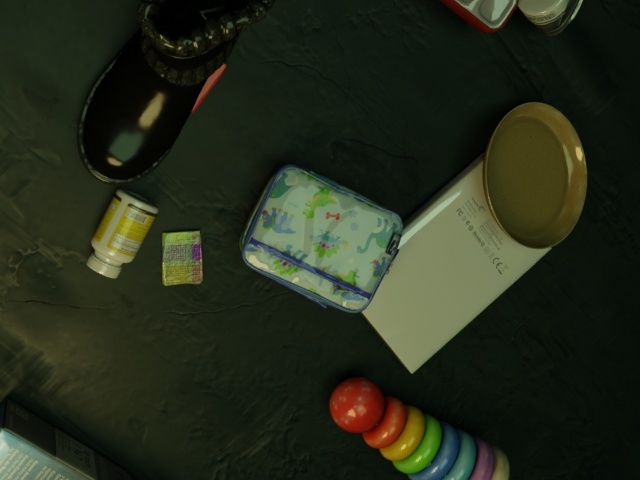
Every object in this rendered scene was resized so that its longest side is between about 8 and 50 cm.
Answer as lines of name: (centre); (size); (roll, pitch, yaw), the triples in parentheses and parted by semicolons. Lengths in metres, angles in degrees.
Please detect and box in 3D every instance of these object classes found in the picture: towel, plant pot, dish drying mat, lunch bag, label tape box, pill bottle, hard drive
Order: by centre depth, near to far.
pill bottle: (-0.278, -0.009, 1.114); (0.065, 0.065, 0.116); (27, 94, -23)
dish drying mat: (-0.168, -0.222, 1.128); (0.032, 0.008, 0.083); (36, 92, -21)
label tape box: (-0.396, 0.424, 1.164); (0.334, 0.106, 0.240); (41, 88, -24)
towel: (-0.204, 0.027, 1.180); (0.060, 0.009, 0.083); (-4, 104, -18)
lunch bag: (0.000, 0.000, 1.183); (0.219, 0.090, 0.176); (27, 92, -11)
plant pot: (0.342, -0.103, 1.293); (0.236, 0.032, 0.236); (0, 91, -34)
hard drive: (0.206, 0.039, 1.310); (0.319, 0.040, 0.210); (-41, 113, -6)

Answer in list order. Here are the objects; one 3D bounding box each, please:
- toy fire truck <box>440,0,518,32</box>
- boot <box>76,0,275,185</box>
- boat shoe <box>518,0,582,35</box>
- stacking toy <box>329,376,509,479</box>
toy fire truck: (0.198, -0.467, 1.109); (0.302, 0.169, 0.253); (29, 98, -22)
boot: (-0.189, -0.214, 0.982); (0.131, 0.260, 0.347); (30, 92, -18)
boat shoe: (0.384, -0.460, 1.215); (0.102, 0.108, 0.301); (21, 83, -55)
stacking toy: (0.154, 0.328, 1.331); (0.330, 0.141, 0.141); (37, 90, -17)
